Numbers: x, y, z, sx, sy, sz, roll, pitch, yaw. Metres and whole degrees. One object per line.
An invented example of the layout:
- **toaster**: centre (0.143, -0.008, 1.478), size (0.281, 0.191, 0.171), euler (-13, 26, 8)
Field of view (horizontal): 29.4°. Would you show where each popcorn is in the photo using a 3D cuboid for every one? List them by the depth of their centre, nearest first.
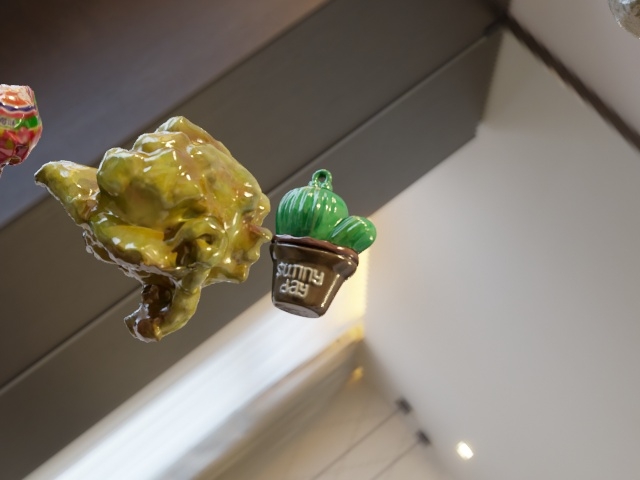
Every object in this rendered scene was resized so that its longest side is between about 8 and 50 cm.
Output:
- **popcorn**: centre (-0.235, -0.042, 1.860), size (0.321, 0.290, 0.325), euler (57, -5, 6)

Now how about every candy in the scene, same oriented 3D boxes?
- **candy**: centre (-0.518, -0.074, 1.885), size (0.124, 0.124, 0.365), euler (43, -56, 33)

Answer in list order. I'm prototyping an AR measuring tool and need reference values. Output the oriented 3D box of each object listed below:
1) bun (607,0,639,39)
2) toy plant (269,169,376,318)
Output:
- **bun**: centre (0.582, -0.435, 1.913), size (0.281, 0.281, 0.205), euler (54, -8, -2)
- **toy plant**: centre (0.000, 0.000, 1.592), size (0.143, 0.200, 0.105), euler (9, -17, 22)
